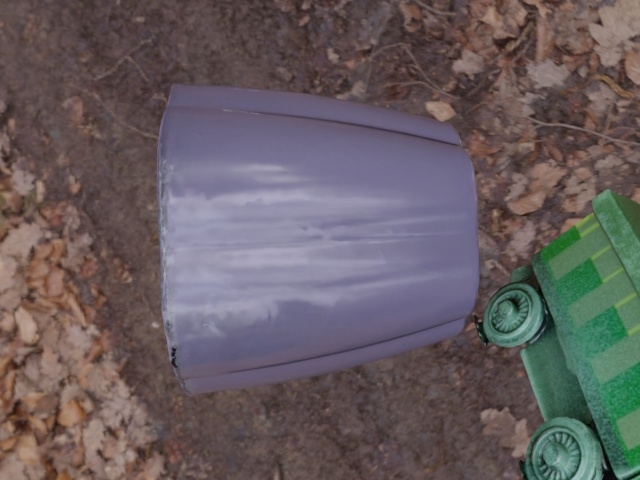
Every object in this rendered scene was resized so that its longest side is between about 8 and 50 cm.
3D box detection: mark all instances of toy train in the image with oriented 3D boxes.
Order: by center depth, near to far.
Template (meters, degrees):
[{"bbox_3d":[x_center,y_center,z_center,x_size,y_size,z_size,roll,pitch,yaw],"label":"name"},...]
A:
[{"bbox_3d":[0.262,0.111,0.652,0.202,0.120,0.301,-42,33,28],"label":"toy train"}]

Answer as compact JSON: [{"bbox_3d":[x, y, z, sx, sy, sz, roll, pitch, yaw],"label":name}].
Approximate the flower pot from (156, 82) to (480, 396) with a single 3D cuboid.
[{"bbox_3d":[0.000,0.000,0.624,0.243,0.265,0.265,0,95,0],"label":"flower pot"}]
